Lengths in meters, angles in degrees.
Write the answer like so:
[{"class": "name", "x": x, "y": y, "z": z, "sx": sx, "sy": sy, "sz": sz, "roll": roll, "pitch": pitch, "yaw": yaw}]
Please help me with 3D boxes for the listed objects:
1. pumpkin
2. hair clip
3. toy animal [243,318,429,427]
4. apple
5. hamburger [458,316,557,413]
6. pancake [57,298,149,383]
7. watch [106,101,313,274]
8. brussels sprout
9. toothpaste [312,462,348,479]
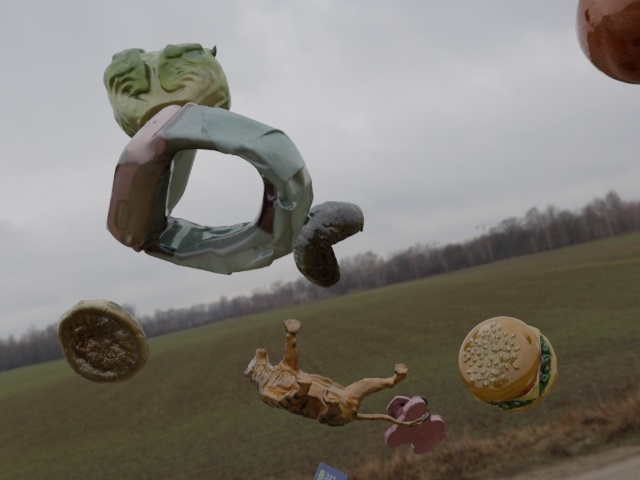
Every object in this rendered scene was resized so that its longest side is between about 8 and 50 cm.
[{"class": "pumpkin", "x": 0.000, "y": 0.000, "z": 1.290, "sx": 0.108, "sy": 0.183, "sz": 0.119, "roll": 15, "pitch": 8, "yaw": -39}, {"class": "hair clip", "x": 0.204, "y": 0.391, "z": 1.336, "sx": 0.123, "sy": 0.138, "sz": 0.102, "roll": -50, "pitch": 2, "yaw": 6}, {"class": "toy animal", "x": 0.022, "y": 0.212, "z": 0.855, "sx": 0.114, "sy": 0.255, "sz": 0.116, "roll": -69, "pitch": 3, "yaw": -52}, {"class": "apple", "x": 0.421, "y": -0.312, "z": 0.849, "sx": 0.162, "sy": 0.201, "sz": 0.201, "roll": 25, "pitch": 15, "yaw": 29}, {"class": "hamburger", "x": 0.309, "y": 0.206, "z": 1.074, "sx": 0.162, "sy": 0.162, "sz": 0.115, "roll": -17, "pitch": -39, "yaw": 41}, {"class": "pancake", "x": -0.312, "y": 0.144, "z": 0.915, "sx": 0.139, "sy": 0.139, "sz": 0.022, "roll": -14, "pitch": 17, "yaw": 16}, {"class": "watch", "x": -0.136, "y": -0.059, "z": 0.865, "sx": 0.241, "sy": 0.161, "sz": 0.253, "roll": 26, "pitch": -45, "yaw": -2}, {"class": "brussels sprout", "x": -0.332, "y": -0.322, "z": 1.412, "sx": 0.259, "sy": 0.294, "sz": 0.227, "roll": -14, "pitch": -47, "yaw": -6}, {"class": "toothpaste", "x": -0.031, "y": 0.546, "z": 1.146, "sx": 0.066, "sy": 0.076, "sz": 0.320, "roll": 23, "pitch": 33, "yaw": 6}]
